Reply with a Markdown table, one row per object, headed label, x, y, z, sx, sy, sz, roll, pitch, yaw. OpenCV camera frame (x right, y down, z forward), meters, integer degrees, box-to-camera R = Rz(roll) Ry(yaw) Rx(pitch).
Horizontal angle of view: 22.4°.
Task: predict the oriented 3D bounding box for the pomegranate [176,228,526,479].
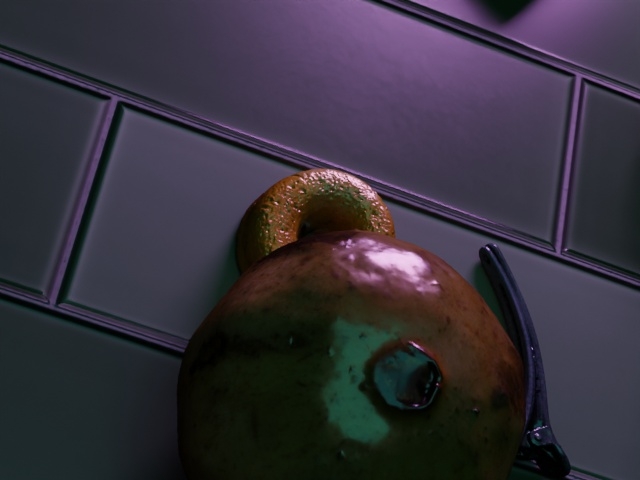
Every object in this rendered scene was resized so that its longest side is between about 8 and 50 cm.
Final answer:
| label | x | y | z | sx | sy | sz | roll | pitch | yaw |
| --- | --- | --- | --- | --- | --- | --- | --- | --- | --- |
| pomegranate | 0.024 | 0.131 | 1.256 | 0.281 | 0.281 | 0.281 | 10 | 60 | -17 |

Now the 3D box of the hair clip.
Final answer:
| label | x | y | z | sx | sy | sz | roll | pitch | yaw |
| --- | --- | --- | --- | --- | --- | --- | --- | --- | --- |
| hair clip | 0.177 | 0.106 | 1.467 | 0.070 | 0.039 | 0.229 | 7 | 56 | -19 |

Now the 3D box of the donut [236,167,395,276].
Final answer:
| label | x | y | z | sx | sy | sz | roll | pitch | yaw |
| --- | --- | --- | --- | --- | --- | --- | --- | --- | --- |
| donut | 0.000 | 0.000 | 1.436 | 0.152 | 0.058 | 0.152 | 8 | 63 | -16 |
